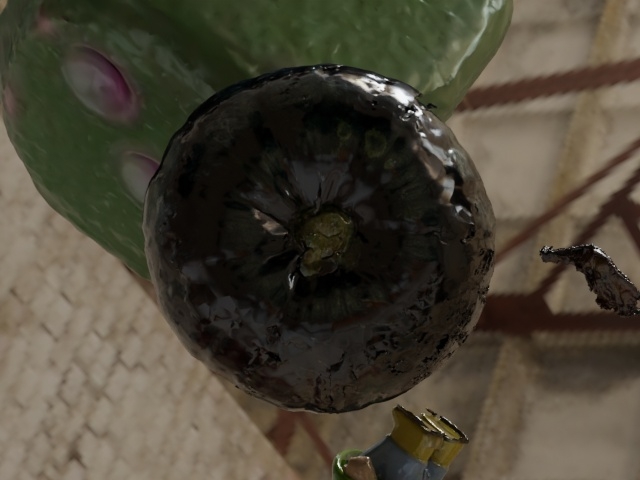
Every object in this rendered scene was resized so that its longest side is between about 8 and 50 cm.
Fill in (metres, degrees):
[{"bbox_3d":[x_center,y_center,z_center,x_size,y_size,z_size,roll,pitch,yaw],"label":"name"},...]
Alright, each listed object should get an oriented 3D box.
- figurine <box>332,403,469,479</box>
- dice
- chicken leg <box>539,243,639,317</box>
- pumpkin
[{"bbox_3d":[0.023,0.252,1.288,0.143,0.162,0.263,34,-84,30],"label":"figurine"},{"bbox_3d":[-0.060,-0.154,1.351,0.318,0.330,0.322,-51,180,-34],"label":"dice"},{"bbox_3d":[0.192,0.022,1.144,0.021,0.083,0.036,-43,167,-46],"label":"chicken leg"},{"bbox_3d":[0.000,0.000,1.073,0.233,0.233,0.163,-36,-178,-1],"label":"pumpkin"}]
